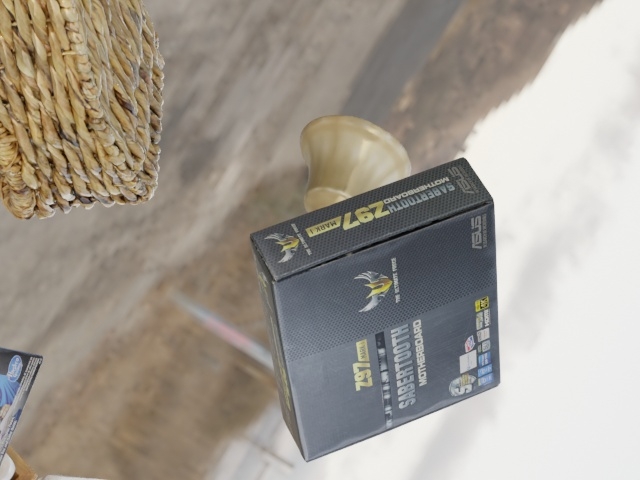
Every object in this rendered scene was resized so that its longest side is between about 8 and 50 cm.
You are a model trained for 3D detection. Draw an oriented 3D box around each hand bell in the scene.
[{"bbox_3d":[0.000,0.000,1.835,0.126,0.126,0.242,120,-7,-56],"label":"hand bell"}]

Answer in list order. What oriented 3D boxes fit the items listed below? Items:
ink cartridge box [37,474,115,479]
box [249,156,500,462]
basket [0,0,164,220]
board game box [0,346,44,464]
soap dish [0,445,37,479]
[{"bbox_3d":[-0.224,0.354,1.585,0.172,0.100,0.237,-44,-129,35],"label":"ink cartridge box"},{"bbox_3d":[0.049,0.059,1.399,0.183,0.059,0.233,-19,137,-11],"label":"box"},{"bbox_3d":[-0.261,-0.151,1.375,0.299,0.223,0.213,77,11,-53],"label":"basket"},{"bbox_3d":[-0.352,0.144,1.441,0.060,0.194,0.194,-6,-122,54],"label":"board game box"},{"bbox_3d":[-0.514,0.260,2.083,0.229,0.291,0.118,-42,168,-19],"label":"soap dish"}]
